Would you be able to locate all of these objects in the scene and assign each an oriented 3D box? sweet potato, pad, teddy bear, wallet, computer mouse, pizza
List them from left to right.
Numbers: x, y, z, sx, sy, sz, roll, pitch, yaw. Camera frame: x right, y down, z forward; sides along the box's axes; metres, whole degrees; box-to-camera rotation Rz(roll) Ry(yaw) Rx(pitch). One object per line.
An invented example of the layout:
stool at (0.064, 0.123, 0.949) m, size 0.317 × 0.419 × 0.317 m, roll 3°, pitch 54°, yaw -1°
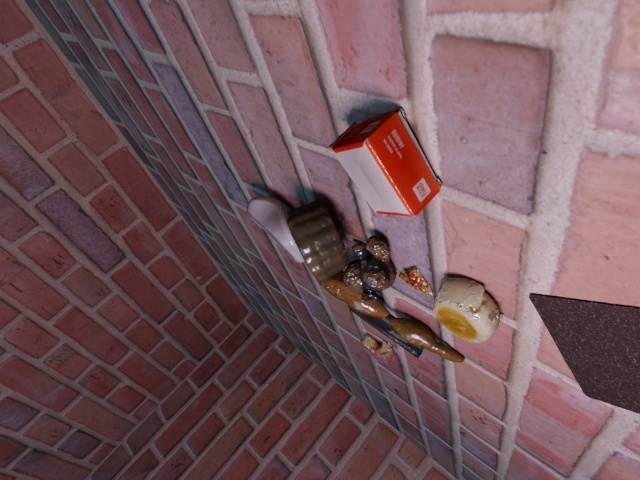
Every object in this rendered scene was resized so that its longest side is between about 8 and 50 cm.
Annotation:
computer mouse at (-0.125, -0.051, 1.352) m, size 0.296 × 0.121 × 0.184 m, roll 37°, pitch 167°, yaw 40°
sweet potato at (0.093, 0.170, 1.409) m, size 0.354 × 0.095 × 0.106 m, roll 28°, pitch 171°, yaw 35°
teddy bear at (0.147, 0.093, 1.137) m, size 0.129 × 0.182 × 0.251 m, roll 12°, pitch 163°, yaw -14°
wallet at (0.233, 0.307, 1.468) m, size 0.321 × 0.044 × 0.170 m, roll 36°, pitch 155°, yaw 23°
pizza at (0.246, 0.109, 1.099) m, size 0.100 × 0.029 × 0.099 m, roll 55°, pitch 158°, yaw -22°
sweet potato at (0.321, 0.304, 1.258) m, size 0.269 × 0.075 × 0.075 m, roll 28°, pitch 154°, yaw 20°
pad at (0.561, 0.230, 0.769) m, size 0.330 × 0.004 × 0.220 m, roll 53°, pitch 157°, yaw -20°

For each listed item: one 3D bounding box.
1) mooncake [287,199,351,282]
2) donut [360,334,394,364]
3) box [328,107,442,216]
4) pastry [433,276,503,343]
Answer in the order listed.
mooncake at (0.000, 0.000, 1.150) m, size 0.228 × 0.124 × 0.228 m, roll 63°, pitch 180°, yaw 0°
donut at (0.250, 0.465, 1.698) m, size 0.166 × 0.065 × 0.117 m, roll 18°, pitch 145°, yaw 52°
box at (0.126, -0.143, 0.770) m, size 0.182 × 0.099 × 0.133 m, roll 52°, pitch 161°, yaw -21°
pastry at (0.341, 0.164, 0.945) m, size 0.165 × 0.088 × 0.166 m, roll 35°, pitch 154°, yaw 20°
